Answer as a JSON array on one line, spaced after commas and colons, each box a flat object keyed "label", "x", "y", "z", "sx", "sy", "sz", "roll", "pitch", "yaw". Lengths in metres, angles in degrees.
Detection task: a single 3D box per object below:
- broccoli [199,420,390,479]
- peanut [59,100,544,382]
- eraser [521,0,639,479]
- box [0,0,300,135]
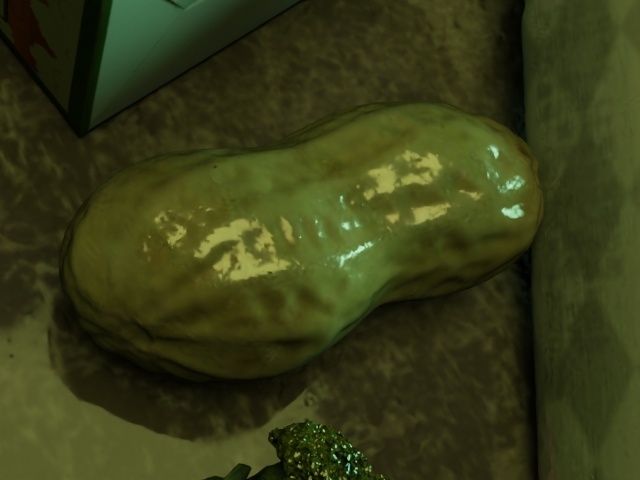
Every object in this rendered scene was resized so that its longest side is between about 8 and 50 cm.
[{"label": "broccoli", "x": -0.019, "y": 0.150, "z": 0.654, "sx": 0.130, "sy": 0.131, "sz": 0.120, "roll": -46, "pitch": 46, "yaw": -12}, {"label": "peanut", "x": 0.000, "y": 0.000, "z": 0.711, "sx": 0.257, "sy": 0.123, "sz": 0.123, "roll": -14, "pitch": 73, "yaw": -20}, {"label": "eraser", "x": 0.221, "y": 0.001, "z": 0.751, "sx": 0.213, "sy": 0.082, "sz": 0.397, "roll": 3, "pitch": 77, "yaw": -12}, {"label": "box", "x": -0.081, "y": -0.189, "z": 0.731, "sx": 0.195, "sy": 0.177, "sz": 0.148, "roll": -35, "pitch": 80, "yaw": -23}]
